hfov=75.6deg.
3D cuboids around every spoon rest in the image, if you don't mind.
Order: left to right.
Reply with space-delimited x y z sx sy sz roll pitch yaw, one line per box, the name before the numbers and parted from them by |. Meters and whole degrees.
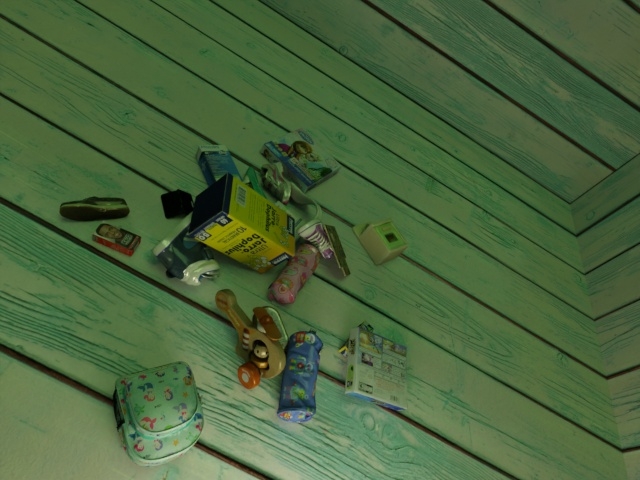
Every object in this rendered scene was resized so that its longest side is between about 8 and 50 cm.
spoon rest | -0.068 -0.182 1.932 0.137 0.084 0.276 37 18 -56

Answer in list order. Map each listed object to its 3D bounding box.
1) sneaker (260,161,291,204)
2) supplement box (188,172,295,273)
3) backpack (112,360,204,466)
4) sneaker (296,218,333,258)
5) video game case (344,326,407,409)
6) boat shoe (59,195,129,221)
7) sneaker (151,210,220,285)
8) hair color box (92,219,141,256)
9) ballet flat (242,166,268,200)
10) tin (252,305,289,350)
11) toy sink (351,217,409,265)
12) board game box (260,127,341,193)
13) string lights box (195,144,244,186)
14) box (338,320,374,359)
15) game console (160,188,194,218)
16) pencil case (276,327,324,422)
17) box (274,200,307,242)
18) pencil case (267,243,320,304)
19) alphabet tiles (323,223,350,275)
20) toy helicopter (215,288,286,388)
sneaker | -0.217 -0.264 1.939 0.111 0.103 0.252 -5 53 -29
supplement box | -0.285 -0.054 1.571 0.356 0.194 0.195 34 40 -39
backpack | -0.445 0.483 1.156 0.225 0.191 0.254 -5 64 -35
sneaker | 0.001 -0.001 1.782 0.161 0.102 0.282 61 15 13
video game case | 0.219 0.491 1.577 0.269 0.061 0.244 28 52 -27
boat shoe | -0.810 -0.120 1.481 0.223 0.080 0.073 -4 52 -39
sneaker | -0.458 0.033 1.555 0.236 0.130 0.323 47 33 -13
hair color box | -0.721 -0.007 1.463 0.141 0.043 0.072 25 48 -11
ballet flat | -0.311 -0.237 1.869 0.087 0.083 0.247 -15 62 -22
tin | -0.185 0.332 1.528 0.106 0.040 0.190 -10 62 -31
toy sink | 0.293 -0.021 2.023 0.152 0.131 0.234 -15 64 -39
board game box | -0.095 -0.423 2.150 0.318 0.066 0.318 44 46 6
string lights box | -0.447 -0.310 1.842 0.133 0.077 0.260 -10 62 -37
box | 0.146 0.399 1.655 0.054 0.059 0.169 46 46 5
game console | -0.575 -0.140 1.679 0.107 0.071 0.122 24 39 -56
pencil case | -0.064 0.465 1.427 0.133 0.119 0.306 4 52 5
box | -0.161 -0.072 1.840 0.186 0.038 0.145 39 56 2
pencil case | -0.103 0.135 1.675 0.124 0.124 0.284 36 46 -1
alphabet tiles | 0.080 0.043 1.836 0.198 0.009 0.237 4 65 -76
toy helicopter | -0.239 0.296 1.386 0.355 0.235 0.140 49 37 19
